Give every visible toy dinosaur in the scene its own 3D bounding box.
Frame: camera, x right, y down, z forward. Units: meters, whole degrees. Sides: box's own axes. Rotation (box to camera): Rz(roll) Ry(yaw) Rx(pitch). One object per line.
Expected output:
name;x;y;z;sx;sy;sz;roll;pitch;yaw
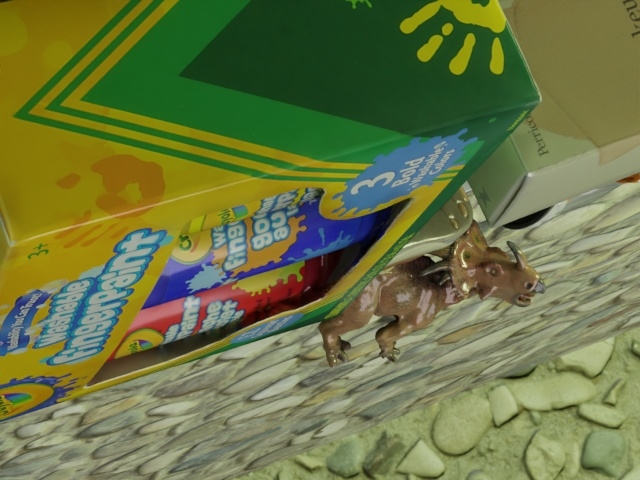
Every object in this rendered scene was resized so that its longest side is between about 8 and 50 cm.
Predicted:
toy dinosaur;0.071;0.034;1.906;0.296;0.127;0.200;-1;150;-20

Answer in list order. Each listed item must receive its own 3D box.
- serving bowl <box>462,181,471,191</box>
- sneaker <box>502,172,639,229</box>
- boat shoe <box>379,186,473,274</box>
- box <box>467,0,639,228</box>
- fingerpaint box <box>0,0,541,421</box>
serving bowl;0.147;-0.073;1.785;0.083;0.027;0.083;-21;166;-5
sneaker;0.299;-0.095;1.836;0.262;0.099;0.121;-22;176;34
boat shoe;0.000;0.000;1.654;0.324;0.123;0.116;-8;162;-40
box;0.250;-0.138;1.382;0.311;0.148;0.121;-22;167;-16
fingerpaint box;-0.106;-0.029;1.283;0.371;0.163;0.445;-16;165;-24
